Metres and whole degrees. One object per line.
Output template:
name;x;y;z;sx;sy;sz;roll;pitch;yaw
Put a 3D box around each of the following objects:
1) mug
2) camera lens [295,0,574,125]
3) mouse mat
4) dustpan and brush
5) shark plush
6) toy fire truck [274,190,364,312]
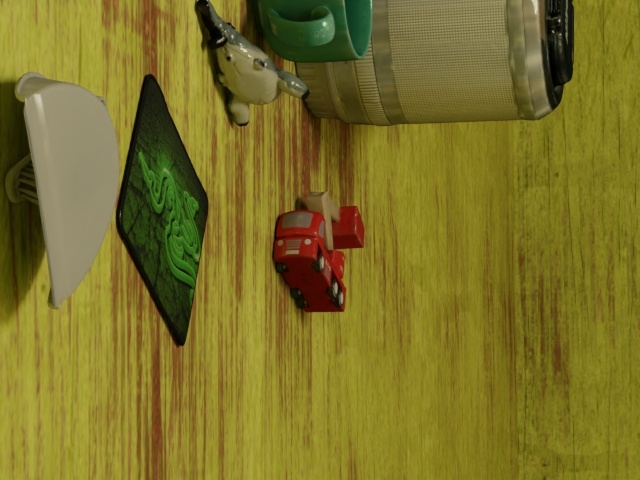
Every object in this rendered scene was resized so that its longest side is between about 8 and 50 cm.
mug;-0.014;-0.236;1.850;0.158;0.097;0.129;18;71;-75
camera lens;0.125;-0.233;2.049;0.219;0.274;0.219;-1;90;-77
mouse mat;-0.124;-0.023;1.562;0.190;0.007;0.152;71;22;-54
dustpan and brush;-0.168;-0.059;1.303;0.211;0.060;0.147;-50;138;-60
shark plush;-0.080;-0.164;1.730;0.161;0.073;0.067;33;34;-50
toy fire truck;0.000;0.000;1.989;0.192;0.047;0.135;62;29;-60
